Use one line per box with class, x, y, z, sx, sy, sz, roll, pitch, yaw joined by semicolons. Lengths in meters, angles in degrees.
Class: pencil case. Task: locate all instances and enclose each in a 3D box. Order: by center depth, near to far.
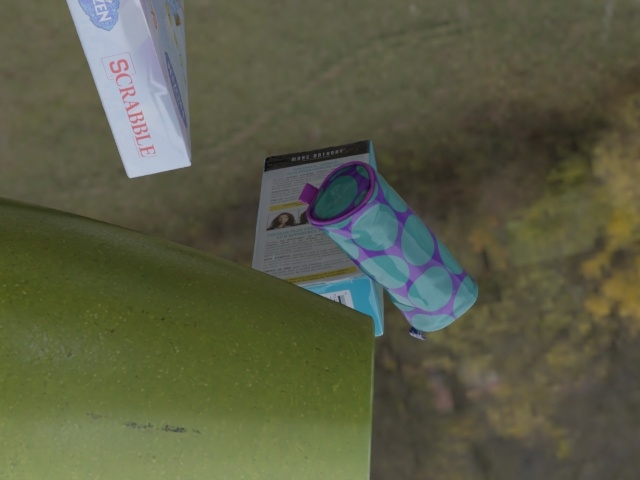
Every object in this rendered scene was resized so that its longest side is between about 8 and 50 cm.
pencil case;0.053;0.007;1.316;0.070;0.064;0.152;8;150;47

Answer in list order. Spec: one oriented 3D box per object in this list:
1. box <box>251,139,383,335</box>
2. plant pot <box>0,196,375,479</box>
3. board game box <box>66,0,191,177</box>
box;0.000;0.000;1.484;0.100;0.060;0.244;-9;-152;7
plant pot;-0.118;0.106;0.986;0.293;0.275;0.275;3;166;1
board game box;-0.192;-0.277;1.625;0.065;0.318;0.319;-13;127;3
